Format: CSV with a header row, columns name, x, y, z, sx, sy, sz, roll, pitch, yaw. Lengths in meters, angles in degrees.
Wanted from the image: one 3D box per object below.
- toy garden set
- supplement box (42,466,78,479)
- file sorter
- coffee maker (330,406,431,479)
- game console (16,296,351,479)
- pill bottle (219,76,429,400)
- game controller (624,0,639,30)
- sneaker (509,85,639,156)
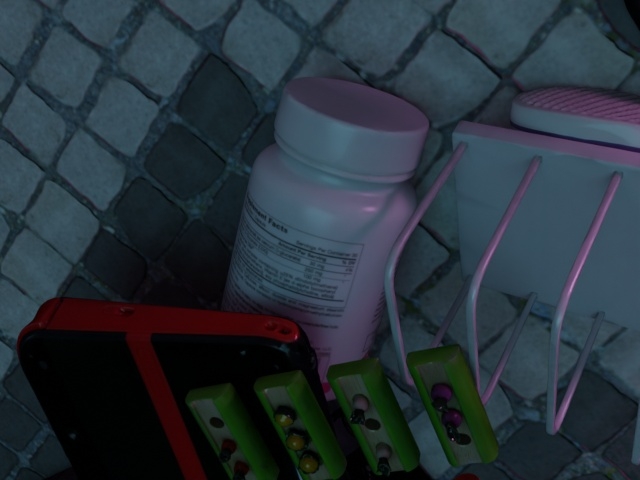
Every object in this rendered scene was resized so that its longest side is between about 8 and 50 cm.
name,x,y,z,sx,sy,sz,roll,pitch,yaw
toy garden set,0.028,0.200,0.673,0.244,0.049,0.203,-14,116,22
supplement box,-0.319,0.377,1.078,0.240,0.073,0.130,-29,99,26
file sorter,0.215,0.053,0.640,0.278,0.173,0.192,15,142,26
coffee maker,0.023,0.300,0.919,0.178,0.120,0.171,-39,71,27
game console,-0.122,0.229,0.823,0.342,0.060,0.386,-1,121,25
pill bottle,0.000,0.000,0.764,0.161,0.160,0.283,21,116,10
game controller,0.400,-0.234,0.596,0.319,0.067,0.166,-33,112,28
sneaker,0.289,-0.033,0.687,0.282,0.102,0.161,17,120,13
